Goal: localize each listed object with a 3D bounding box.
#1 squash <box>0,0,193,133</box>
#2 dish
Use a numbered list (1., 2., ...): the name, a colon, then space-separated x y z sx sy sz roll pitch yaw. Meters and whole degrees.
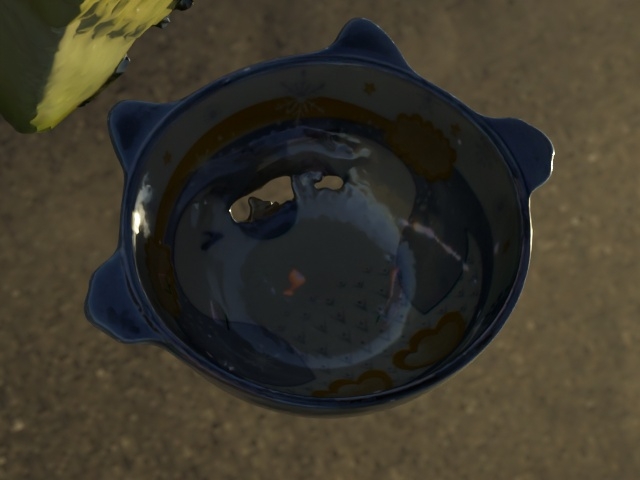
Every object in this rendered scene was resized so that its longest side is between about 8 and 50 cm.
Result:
1. squash: -0.049 -0.115 0.276 0.111 0.203 0.288 47 11 3
2. dish: 0.000 0.000 0.986 0.086 0.236 0.228 97 -8 -60
